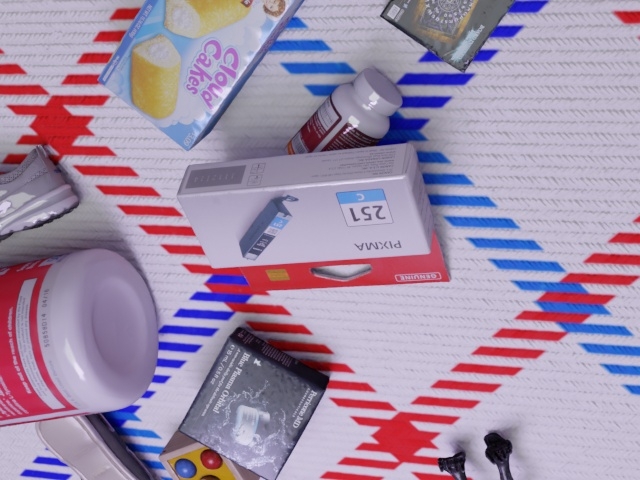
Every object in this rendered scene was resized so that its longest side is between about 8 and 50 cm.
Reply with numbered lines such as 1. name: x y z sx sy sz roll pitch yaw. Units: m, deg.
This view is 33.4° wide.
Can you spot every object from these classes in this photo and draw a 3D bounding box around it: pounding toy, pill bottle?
1. pounding toy: -0.153 0.353 1.615 0.130 0.100 0.141 -24 105 25
2. pill bottle: 0.031 -0.140 1.343 0.086 0.086 0.152 42 119 -5
3. pill bottle: -0.461 0.155 1.545 0.407 0.229 0.229 -11 110 21

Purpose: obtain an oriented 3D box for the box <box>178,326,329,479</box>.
1. box: -0.093 0.232 1.519 0.158 0.093 0.156 29 95 1

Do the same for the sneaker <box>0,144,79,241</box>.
1. sneaker: -0.491 -0.046 1.525 0.281 0.105 0.115 -22 91 -1

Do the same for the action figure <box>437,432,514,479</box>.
1. action figure: 0.256 0.421 1.505 0.164 0.141 0.276 -18 105 19

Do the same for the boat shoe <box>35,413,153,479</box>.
1. boat shoe: -0.327 0.368 1.693 0.112 0.095 0.335 -26 109 12

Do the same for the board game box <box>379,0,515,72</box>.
1. board game box: 0.172 -0.306 1.258 0.126 0.026 0.186 35 118 -1

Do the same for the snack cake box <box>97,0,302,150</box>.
1. snack cake box: -0.143 -0.262 1.337 0.152 0.089 0.264 38 119 -2

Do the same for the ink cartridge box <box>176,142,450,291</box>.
1. ink cartridge box: 0.000 0.000 1.371 0.296 0.066 0.261 -4 137 18
